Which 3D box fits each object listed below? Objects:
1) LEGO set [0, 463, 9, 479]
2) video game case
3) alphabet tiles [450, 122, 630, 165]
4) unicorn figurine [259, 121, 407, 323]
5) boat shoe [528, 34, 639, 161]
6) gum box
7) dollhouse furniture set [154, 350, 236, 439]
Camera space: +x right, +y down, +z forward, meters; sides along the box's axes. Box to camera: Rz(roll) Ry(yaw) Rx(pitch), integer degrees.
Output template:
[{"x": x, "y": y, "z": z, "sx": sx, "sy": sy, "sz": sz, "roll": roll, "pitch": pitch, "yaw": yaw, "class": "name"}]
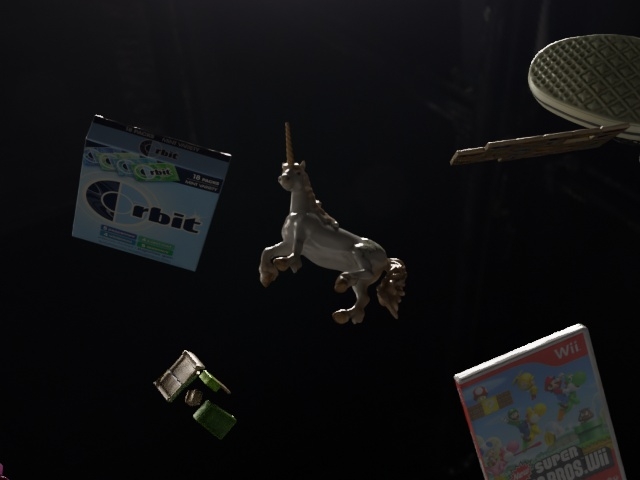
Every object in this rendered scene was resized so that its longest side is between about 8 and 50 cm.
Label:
[{"x": -0.488, "y": 0.399, "z": 1.346, "sx": 0.093, "sy": 0.227, "sz": 0.087, "roll": 56, "pitch": 7, "yaw": -32, "class": "LEGO set"}, {"x": 0.322, "y": 0.284, "z": 1.481, "sx": 0.025, "sy": 0.204, "sz": 0.285, "roll": -138, "pitch": -152, "yaw": -71, "class": "video game case"}, {"x": 0.313, "y": -0.137, "z": 1.518, "sx": 0.198, "sy": 0.237, "sz": 0.009, "roll": 47, "pitch": 35, "yaw": -86, "class": "alphabet tiles"}, {"x": 0.000, "y": 0.000, "z": 0.834, "sx": 0.162, "sy": 0.111, "sz": 0.060, "roll": 39, "pitch": -47, "yaw": -6, "class": "unicorn figurine"}, {"x": 0.578, "y": -0.202, "z": 1.659, "sx": 0.499, "sy": 0.187, "sz": 0.156, "roll": 15, "pitch": -23, "yaw": 16, "class": "boat shoe"}, {"x": -0.199, "y": -0.049, "z": 1.193, "sx": 0.184, "sy": 0.156, "sz": 0.041, "roll": 116, "pitch": -11, "yaw": -50, "class": "gum box"}, {"x": -0.183, "y": 0.235, "z": 1.561, "sx": 0.058, "sy": 0.076, "sz": 0.151, "roll": 45, "pitch": -6, "yaw": -36, "class": "dollhouse furniture set"}]
